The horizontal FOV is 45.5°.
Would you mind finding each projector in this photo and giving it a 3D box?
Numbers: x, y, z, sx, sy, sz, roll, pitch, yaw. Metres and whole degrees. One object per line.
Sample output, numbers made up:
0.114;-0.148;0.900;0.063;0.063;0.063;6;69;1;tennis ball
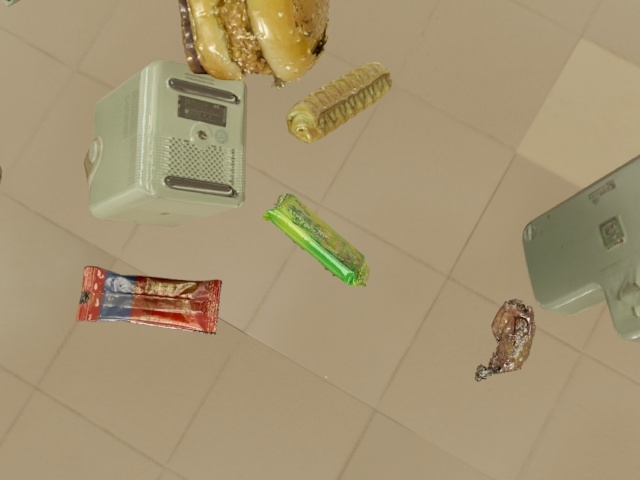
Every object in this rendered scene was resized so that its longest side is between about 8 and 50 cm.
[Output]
-0.213;-0.119;1.030;0.163;0.242;0.177;7;79;-33;projector

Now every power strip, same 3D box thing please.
0.346;0.017;0.841;0.059;0.265;0.193;12;59;-31;power strip

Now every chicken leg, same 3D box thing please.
0.151;0.085;0.615;0.036;0.021;0.083;22;116;20;chicken leg

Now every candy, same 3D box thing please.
0.001;-0.001;1.110;0.178;0.102;0.032;40;113;-3;candy

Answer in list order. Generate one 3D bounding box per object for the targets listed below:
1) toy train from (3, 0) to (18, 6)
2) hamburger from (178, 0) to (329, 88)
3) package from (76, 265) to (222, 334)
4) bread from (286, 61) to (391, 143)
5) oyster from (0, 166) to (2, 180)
-0.208;-0.208;0.528;0.047;0.207;0.043;-44;110;-21;toy train
-0.052;-0.236;0.660;0.118;0.182;0.190;0;66;5;hamburger
-0.245;0.086;1.096;0.201;0.022;0.083;6;70;-3;package
0.045;-0.291;1.578;0.077;0.367;0.084;6;119;33;bread
-0.684;-0.143;1.447;0.133;0.337;0.197;-17;104;-17;oyster
